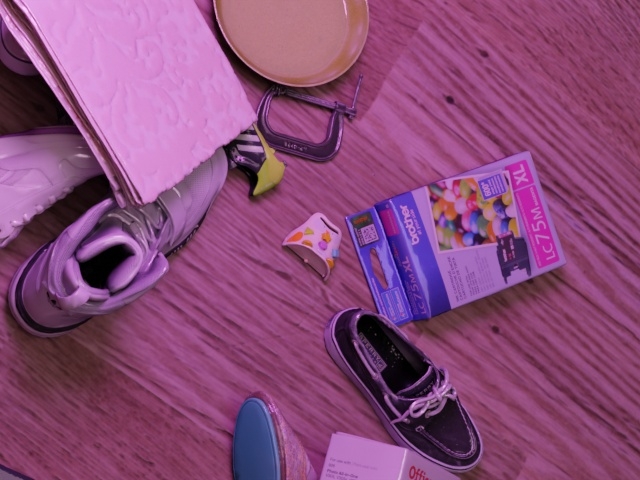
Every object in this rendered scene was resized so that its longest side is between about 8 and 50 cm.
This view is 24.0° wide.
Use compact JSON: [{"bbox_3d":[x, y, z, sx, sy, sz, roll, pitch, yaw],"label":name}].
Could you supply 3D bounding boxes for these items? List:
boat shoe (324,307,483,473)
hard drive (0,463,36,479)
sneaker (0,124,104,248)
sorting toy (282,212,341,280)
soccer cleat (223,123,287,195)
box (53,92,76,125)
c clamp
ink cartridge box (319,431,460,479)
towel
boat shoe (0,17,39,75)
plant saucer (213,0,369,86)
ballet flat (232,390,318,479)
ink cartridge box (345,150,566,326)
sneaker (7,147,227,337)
[{"bbox_3d":[0.136,0.212,2.129,0.113,0.105,0.306,-42,101,-24],"label":"boat shoe"},{"bbox_3d":[-0.397,0.341,1.906,0.135,0.022,0.094,29,72,-20],"label":"hard drive"},{"bbox_3d":[-0.374,-0.067,1.901,0.305,0.114,0.152,-8,94,0],"label":"sneaker"},{"bbox_3d":[0.000,0.000,2.134,0.083,0.045,0.075,40,50,-16],"label":"sorting toy"},{"bbox_3d":[-0.119,-0.143,2.082,0.072,0.060,0.179,-39,102,-15],"label":"soccer cleat"},{"bbox_3d":[-0.272,-0.230,2.026,0.184,0.045,0.191,-8,86,-27],"label":"box"},{"bbox_3d":[-0.020,-0.184,2.156,0.160,0.022,0.137,9,85,-25],"label":"c clamp"},{"bbox_3d":[0.069,0.423,2.010,0.211,0.121,0.289,37,64,-58],"label":"ink cartridge box"},{"bbox_3d":[-0.236,-0.227,1.895,0.317,0.053,0.332,60,32,-9],"label":"towel"},{"bbox_3d":[-0.342,-0.333,1.942,0.096,0.088,0.267,26,56,-6],"label":"boat shoe"},{"bbox_3d":[-0.046,-0.331,2.144,0.241,0.037,0.241,5,77,-23],"label":"plant saucer"},{"bbox_3d":[-0.053,0.358,2.038,0.106,0.107,0.316,-2,89,-46],"label":"ballet flat"},{"bbox_3d":[0.204,-0.001,2.216,0.311,0.065,0.186,-19,92,-24],"label":"ink cartridge box"},{"bbox_3d":[-0.229,-0.017,1.927,0.366,0.210,0.137,-44,103,-23],"label":"sneaker"}]
